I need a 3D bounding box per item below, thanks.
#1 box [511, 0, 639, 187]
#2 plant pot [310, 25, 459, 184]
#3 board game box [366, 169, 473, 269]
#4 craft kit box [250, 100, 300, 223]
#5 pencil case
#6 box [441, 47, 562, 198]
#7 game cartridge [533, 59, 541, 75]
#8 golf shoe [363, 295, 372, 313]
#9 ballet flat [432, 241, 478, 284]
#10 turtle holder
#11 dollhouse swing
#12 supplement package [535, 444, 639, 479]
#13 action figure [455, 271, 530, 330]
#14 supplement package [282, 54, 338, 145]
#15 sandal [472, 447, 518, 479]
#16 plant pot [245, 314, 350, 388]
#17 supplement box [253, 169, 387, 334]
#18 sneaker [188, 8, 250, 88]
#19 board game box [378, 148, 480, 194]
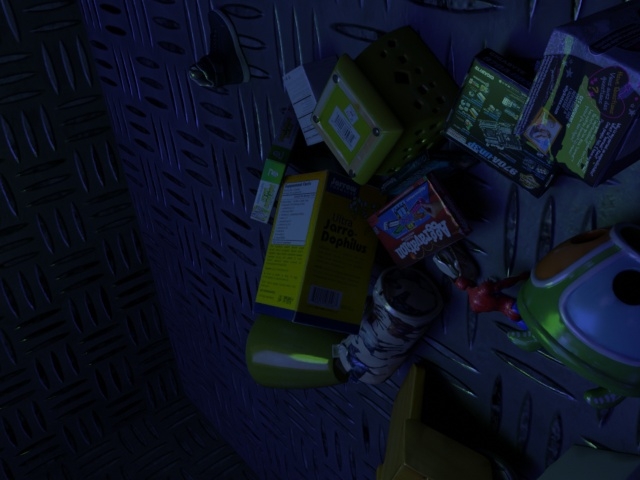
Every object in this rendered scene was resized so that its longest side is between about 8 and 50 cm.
[{"bbox_3d":[0.401,-0.204,0.795,0.142,0.247,0.163,43,144,29],"label":"box"},{"bbox_3d":[0.121,-0.258,1.234,0.228,0.207,0.227,56,148,13],"label":"plant pot"},{"bbox_3d":[0.202,-0.033,1.303,0.145,0.027,0.281,56,154,3],"label":"board game box"},{"bbox_3d":[-0.108,-0.211,1.613,0.061,0.246,0.249,17,143,-6],"label":"craft kit box"},{"bbox_3d":[0.164,0.222,1.550,0.410,0.184,0.159,110,157,-52],"label":"pencil case"},{"bbox_3d":[0.333,-0.201,1.056,0.220,0.051,0.175,38,144,19],"label":"box"},{"bbox_3d":[0.380,-0.255,1.023,0.056,0.017,0.083,40,142,41],"label":"game cartridge"},{"bbox_3d":[0.094,0.207,1.763,0.186,0.068,0.085,-1,113,57],"label":"golf shoe"},{"bbox_3d":[0.266,0.012,1.348,0.206,0.067,0.073,54,149,18],"label":"ballet flat"},{"bbox_3d":[0.476,0.120,0.939,0.320,0.244,0.227,52,132,37],"label":"turtle holder"},{"bbox_3d":[0.307,0.549,1.585,0.315,0.305,0.346,25,141,12],"label":"dollhouse swing"},{"bbox_3d":[0.570,0.587,1.199,0.175,0.178,0.292,-17,98,60],"label":"supplement package"},{"bbox_3d":[0.408,0.124,1.209,0.280,0.139,0.091,27,135,15],"label":"action figure"},{"bbox_3d":[0.003,-0.333,1.459,0.105,0.105,0.179,-7,107,58],"label":"supplement package"},{"bbox_3d":[0.415,0.570,1.529,0.303,0.086,0.120,118,135,-72],"label":"sandal"},{"bbox_3d":[-0.036,0.355,1.919,0.294,0.275,0.274,4,116,40],"label":"plant pot"},{"bbox_3d":[0.000,0.029,1.484,0.194,0.195,0.356,3,79,56],"label":"supplement box"},{"bbox_3d":[-0.314,-0.543,1.739,0.086,0.164,0.226,-18,95,61],"label":"sneaker"},{"bbox_3d":[0.220,-0.136,1.252,0.186,0.126,0.026,145,120,-60],"label":"board game box"}]
